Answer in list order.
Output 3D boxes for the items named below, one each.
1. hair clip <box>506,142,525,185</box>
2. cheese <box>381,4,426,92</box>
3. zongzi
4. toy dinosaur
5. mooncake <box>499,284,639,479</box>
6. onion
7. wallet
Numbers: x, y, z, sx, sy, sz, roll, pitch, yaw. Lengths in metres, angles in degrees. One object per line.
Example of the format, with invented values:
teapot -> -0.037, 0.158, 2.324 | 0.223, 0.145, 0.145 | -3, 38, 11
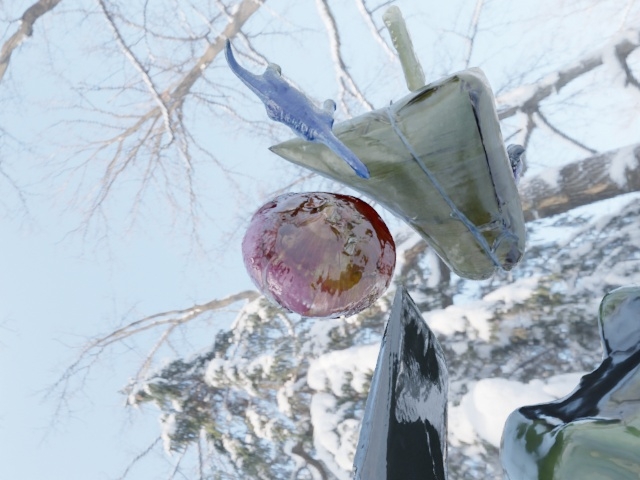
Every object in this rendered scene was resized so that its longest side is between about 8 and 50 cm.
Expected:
hair clip -> 0.394, -0.136, 1.496 | 0.052, 0.195, 0.124 | 23, -150, -23
cheese -> 0.177, -0.393, 1.363 | 0.194, 0.043, 0.065 | 59, -149, -38
zongzi -> 0.146, -0.070, 1.155 | 0.174, 0.393, 0.356 | -57, -52, -70
toy dinosaur -> -0.039, -0.183, 0.922 | 0.248, 0.188, 0.075 | 35, -73, -21
mooncake -> 0.370, 0.227, 0.667 | 0.351, 0.187, 0.351 | -1, -85, -11
onion -> 0.000, 0.000, 0.953 | 0.230, 0.163, 0.230 | 2, -126, -2
wallet -> 0.084, 0.179, 0.634 | 0.168, 0.052, 0.245 | 58, -147, -38
